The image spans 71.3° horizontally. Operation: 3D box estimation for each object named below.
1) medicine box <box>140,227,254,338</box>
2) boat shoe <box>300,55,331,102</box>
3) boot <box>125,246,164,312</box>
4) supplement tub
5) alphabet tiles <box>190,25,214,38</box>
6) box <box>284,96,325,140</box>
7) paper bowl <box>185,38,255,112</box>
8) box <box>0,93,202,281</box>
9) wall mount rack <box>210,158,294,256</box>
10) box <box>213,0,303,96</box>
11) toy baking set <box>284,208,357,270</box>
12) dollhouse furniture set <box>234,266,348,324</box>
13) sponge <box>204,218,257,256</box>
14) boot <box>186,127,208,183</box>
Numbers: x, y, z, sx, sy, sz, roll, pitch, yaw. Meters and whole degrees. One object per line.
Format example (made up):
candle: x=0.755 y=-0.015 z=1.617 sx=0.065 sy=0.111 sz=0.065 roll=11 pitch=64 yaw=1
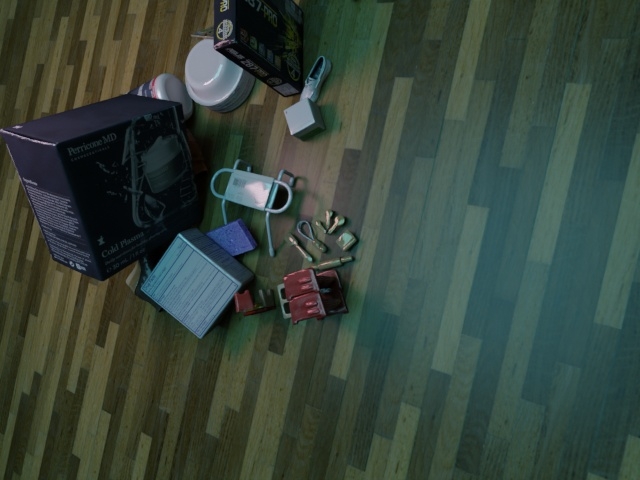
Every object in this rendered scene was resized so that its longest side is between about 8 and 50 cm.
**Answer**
medicine box: x=-0.437 y=0.148 z=1.601 sx=0.289 sy=0.149 sz=0.263 roll=39 pitch=104 yaw=2
boat shoe: x=-0.024 y=-0.554 z=1.558 sx=0.066 sy=0.063 sz=0.184 roll=40 pitch=103 yaw=24
boot: x=-0.662 y=0.141 z=1.816 sx=0.207 sy=0.090 sz=0.248 roll=35 pitch=100 yaw=12
supplement tub: x=-0.674 y=-0.538 z=1.808 sx=0.272 sy=0.191 sz=0.191 roll=-15 pitch=79 yaw=24
alphabet tiles: x=-0.335 y=-0.791 z=1.681 sx=0.237 sy=0.198 sz=0.009 roll=17 pitch=133 yaw=25
box: x=-0.054 y=-0.419 z=1.547 sx=0.101 sy=0.087 sz=0.102 roll=-23 pitch=76 yaw=23
paper bowl: x=-0.400 y=-0.649 z=1.709 sx=0.284 sy=0.148 sz=0.284 roll=-3 pitch=84 yaw=25
box: x=-0.704 y=-0.204 z=1.537 sx=0.297 sy=0.480 sz=0.472 roll=15 pitch=126 yaw=26
wall mount rack: x=-0.239 y=-0.121 z=1.597 sx=0.350 sy=0.130 sz=0.304 roll=17 pitch=89 yaw=27
box: x=-0.190 y=-0.699 z=1.471 sx=0.097 sy=0.395 sz=0.318 roll=-5 pitch=82 yaw=28
toy baking set: x=0.003 y=0.006 z=1.516 sx=0.256 sy=0.030 sz=0.197 roll=-21 pitch=74 yaw=23
dollhouse furniture set: x=-0.121 y=0.211 z=1.460 sx=0.374 sy=0.201 sz=0.152 roll=-19 pitch=77 yaw=23
sponge: x=-0.339 y=0.003 z=1.634 sx=0.210 sy=0.031 sz=0.117 roll=-18 pitch=108 yaw=34
boot: x=-0.585 y=-0.291 z=1.803 sx=0.283 sy=0.109 sz=0.220 roll=-32 pitch=76 yaw=13
